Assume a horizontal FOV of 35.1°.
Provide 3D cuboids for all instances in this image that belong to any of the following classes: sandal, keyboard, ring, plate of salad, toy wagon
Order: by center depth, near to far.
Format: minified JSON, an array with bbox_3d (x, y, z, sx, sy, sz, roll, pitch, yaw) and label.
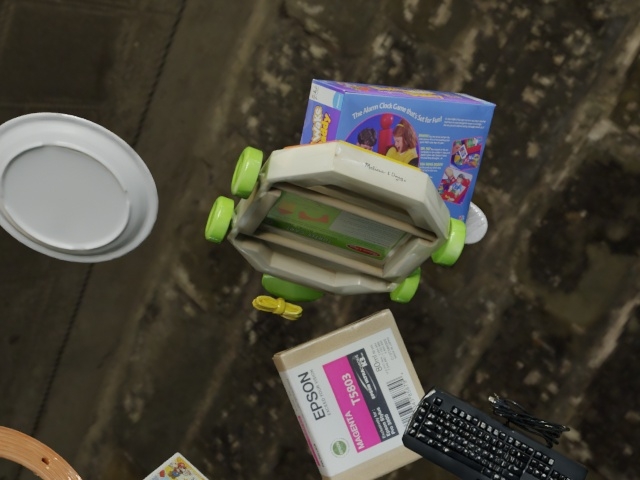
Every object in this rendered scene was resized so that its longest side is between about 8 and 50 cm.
[{"bbox_3d":[0.187,0.210,1.043,0.100,0.192,0.038,-63,-178,-14],"label":"keyboard"},{"bbox_3d":[-0.273,-0.058,1.104,0.048,0.199,0.200,-83,-177,-51],"label":"plate of salad"},{"bbox_3d":[0.000,0.000,1.214,0.344,0.267,0.068,130,-25,-57],"label":"toy wagon"},{"bbox_3d":[-0.477,0.417,1.524,0.032,0.337,0.336,-48,151,22],"label":"ring"},{"bbox_3d":[0.203,-0.079,1.882,0.076,0.265,0.102,-8,133,-61],"label":"sandal"}]

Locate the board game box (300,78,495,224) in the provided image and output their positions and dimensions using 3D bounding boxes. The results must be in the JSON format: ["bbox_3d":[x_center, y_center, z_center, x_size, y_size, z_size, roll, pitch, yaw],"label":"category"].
[{"bbox_3d":[0.119,-0.128,1.645,0.347,0.078,0.234,-2,111,-41],"label":"board game box"}]

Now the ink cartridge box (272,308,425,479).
[{"bbox_3d":[0.059,0.250,1.585,0.193,0.235,0.088,-22,177,-13],"label":"ink cartridge box"}]

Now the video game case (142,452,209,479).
[{"bbox_3d":[-0.244,0.511,1.806,0.206,0.227,0.026,-35,157,-46],"label":"video game case"}]
